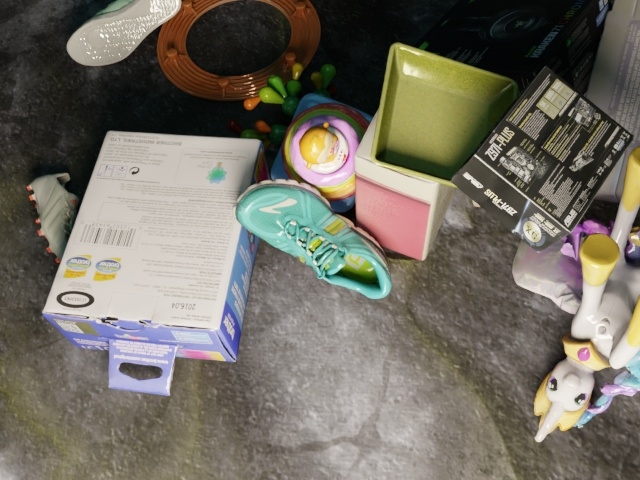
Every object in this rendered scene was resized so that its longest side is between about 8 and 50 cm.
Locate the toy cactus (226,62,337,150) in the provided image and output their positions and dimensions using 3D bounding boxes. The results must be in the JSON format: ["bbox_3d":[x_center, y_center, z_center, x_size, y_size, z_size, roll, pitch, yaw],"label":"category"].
[{"bbox_3d":[-0.041,-0.217,1.227,0.219,0.112,0.180,-38,83,-17],"label":"toy cactus"}]

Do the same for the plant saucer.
[{"bbox_3d":[0.162,-0.153,0.914,0.188,0.045,0.188,15,68,-9],"label":"plant saucer"}]

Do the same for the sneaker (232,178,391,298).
[{"bbox_3d":[0.000,0.000,1.006,0.107,0.275,0.110,-54,24,19],"label":"sneaker"}]

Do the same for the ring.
[{"bbox_3d":[-0.168,-0.419,1.374,0.336,0.032,0.337,-2,61,4],"label":"ring"}]

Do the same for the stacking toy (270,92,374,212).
[{"bbox_3d":[0.008,-0.138,1.031,0.165,0.302,0.175,24,95,2],"label":"stacking toy"}]

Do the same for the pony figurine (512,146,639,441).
[{"bbox_3d":[0.390,0.066,0.911,0.302,0.364,0.351,25,52,22],"label":"pony figurine"}]

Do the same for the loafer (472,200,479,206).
[{"bbox_3d":[0.255,-0.106,1.161,0.039,0.045,0.125,-11,53,19],"label":"loafer"}]

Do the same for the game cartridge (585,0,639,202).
[{"bbox_3d":[0.514,-0.221,1.004,0.230,0.068,0.355,12,81,39],"label":"game cartridge"}]

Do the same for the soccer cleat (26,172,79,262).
[{"bbox_3d":[-0.450,-0.044,1.176,0.076,0.068,0.196,-23,59,-11],"label":"soccer cleat"}]

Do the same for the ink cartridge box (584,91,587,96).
[{"bbox_3d":[0.451,-0.191,1.155,0.154,0.093,0.212,40,74,23],"label":"ink cartridge box"}]

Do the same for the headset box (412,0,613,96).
[{"bbox_3d":[0.309,-0.312,1.157,0.283,0.131,0.246,19,58,44],"label":"headset box"}]

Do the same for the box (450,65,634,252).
[{"bbox_3d":[0.279,-0.102,0.856,0.147,0.077,0.180,39,67,3],"label":"box"}]

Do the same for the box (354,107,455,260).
[{"bbox_3d":[0.137,-0.098,1.053,0.126,0.232,0.149,21,64,15],"label":"box"}]

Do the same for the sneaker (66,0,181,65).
[{"bbox_3d":[-0.397,-0.455,1.395,0.255,0.094,0.151,-28,36,7],"label":"sneaker"}]

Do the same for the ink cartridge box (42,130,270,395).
[{"bbox_3d":[-0.246,0.032,1.066,0.269,0.151,0.396,4,60,9],"label":"ink cartridge box"}]
